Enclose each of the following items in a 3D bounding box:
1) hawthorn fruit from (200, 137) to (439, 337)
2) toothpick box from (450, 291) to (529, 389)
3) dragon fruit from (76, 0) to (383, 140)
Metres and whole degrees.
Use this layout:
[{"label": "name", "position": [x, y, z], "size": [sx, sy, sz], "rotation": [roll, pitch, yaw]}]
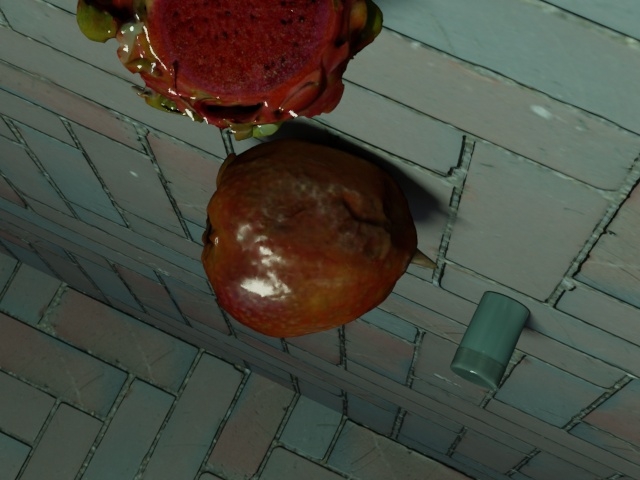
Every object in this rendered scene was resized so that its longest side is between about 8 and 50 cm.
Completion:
[{"label": "hawthorn fruit", "position": [-0.014, -0.005, 1.049], "size": [0.173, 0.179, 0.173], "rotation": [158, 90, -79]}, {"label": "toothpick box", "position": [0.167, 0.098, 1.238], "size": [0.052, 0.083, 0.052], "rotation": [25, 167, 6]}, {"label": "dragon fruit", "position": [-0.071, -0.142, 0.715], "size": [0.208, 0.133, 0.150], "rotation": [33, 174, 22]}]
